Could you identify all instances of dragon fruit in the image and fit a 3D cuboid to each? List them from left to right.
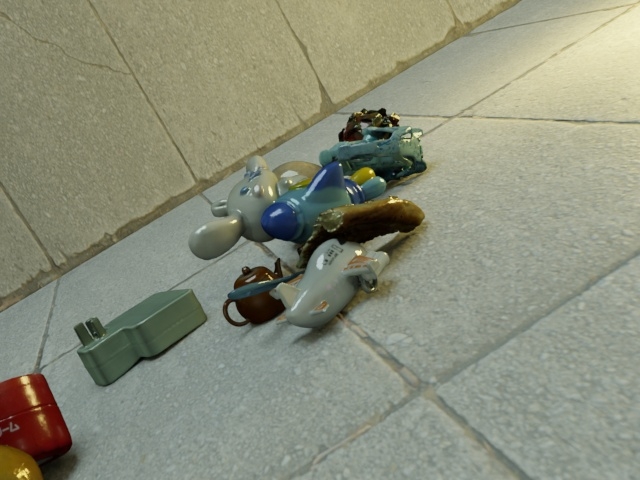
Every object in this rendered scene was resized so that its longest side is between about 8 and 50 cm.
[{"bbox_3d":[0.137,-0.268,2.358,0.182,0.182,0.189,-32,-26,-8],"label":"dragon fruit"}]

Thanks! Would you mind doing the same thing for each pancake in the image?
[{"bbox_3d":[0.064,-0.004,1.707,0.244,0.057,0.266,-40,-29,23],"label":"pancake"}]

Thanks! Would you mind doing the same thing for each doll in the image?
[{"bbox_3d":[-0.059,-0.082,1.855,0.365,0.187,0.376,0,48,15],"label":"doll"}]

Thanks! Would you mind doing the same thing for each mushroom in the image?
[{"bbox_3d":[-0.047,-0.085,2.119,0.204,0.204,0.204,-28,15,8],"label":"mushroom"}]

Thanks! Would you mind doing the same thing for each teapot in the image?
[{"bbox_3d":[-0.128,0.101,1.744,0.173,0.116,0.116,-40,18,-31],"label":"teapot"}]

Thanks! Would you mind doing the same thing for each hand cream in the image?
[{"bbox_3d":[-0.564,0.347,1.557,0.230,0.149,0.230,-26,-9,-4],"label":"hand cream"}]

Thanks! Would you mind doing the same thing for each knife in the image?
[{"bbox_3d":[-0.058,0.072,1.679,0.313,0.019,0.044,-12,-25,-49],"label":"knife"}]

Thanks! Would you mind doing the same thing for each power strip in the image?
[{"bbox_3d":[-0.418,0.190,1.961,0.261,0.141,0.229,-35,14,-30],"label":"power strip"}]

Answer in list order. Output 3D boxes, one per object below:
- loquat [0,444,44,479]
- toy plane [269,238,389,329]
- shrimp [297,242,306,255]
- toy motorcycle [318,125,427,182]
[{"bbox_3d":[-0.515,0.399,1.343,0.234,0.176,0.187,6,42,45],"label":"loquat"},{"bbox_3d":[0.008,0.071,1.569,0.244,0.117,0.245,-29,14,8],"label":"toy plane"},{"bbox_3d":[-0.001,-0.001,1.993,0.124,0.034,0.178,-31,13,5],"label":"shrimp"},{"bbox_3d":[0.124,-0.204,2.137,0.260,0.154,0.206,-7,-3,7],"label":"toy motorcycle"}]
